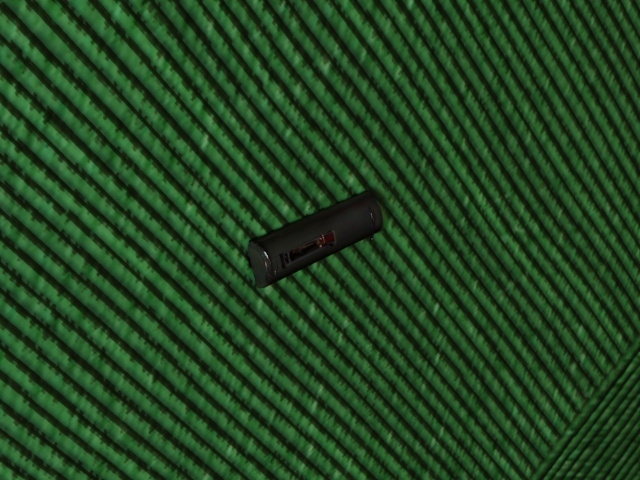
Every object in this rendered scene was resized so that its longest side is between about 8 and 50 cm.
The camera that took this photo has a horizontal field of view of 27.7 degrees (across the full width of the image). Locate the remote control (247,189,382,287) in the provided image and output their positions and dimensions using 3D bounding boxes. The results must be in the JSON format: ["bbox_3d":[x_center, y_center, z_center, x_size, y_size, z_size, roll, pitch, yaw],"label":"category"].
[{"bbox_3d":[0.000,0.000,0.757,0.091,0.016,0.034,-25,116,-29],"label":"remote control"}]
